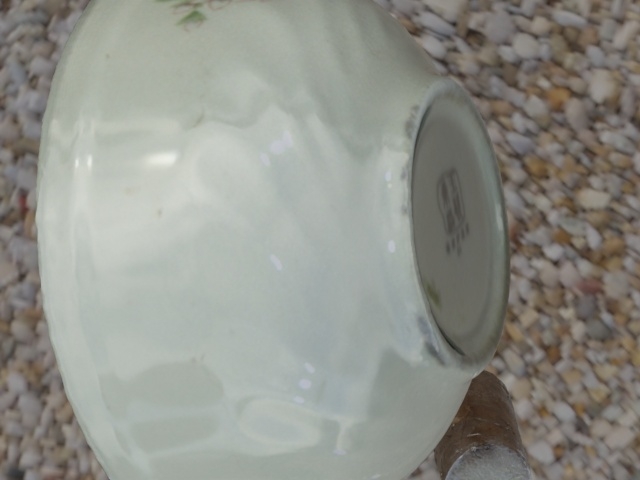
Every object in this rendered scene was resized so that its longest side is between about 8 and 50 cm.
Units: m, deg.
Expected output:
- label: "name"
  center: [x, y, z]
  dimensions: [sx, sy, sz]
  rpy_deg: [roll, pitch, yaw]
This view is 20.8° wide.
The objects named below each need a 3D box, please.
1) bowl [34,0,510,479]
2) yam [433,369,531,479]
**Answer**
- label: "bowl"
  center: [0.000, 0.000, 0.808]
  dimensions: [0.145, 0.277, 0.277]
  rpy_deg: [-4, 103, 25]
- label: "yam"
  center: [0.129, 0.164, 1.444]
  dimensions: [0.079, 0.141, 0.079]
  rpy_deg: [-1, 114, -2]
